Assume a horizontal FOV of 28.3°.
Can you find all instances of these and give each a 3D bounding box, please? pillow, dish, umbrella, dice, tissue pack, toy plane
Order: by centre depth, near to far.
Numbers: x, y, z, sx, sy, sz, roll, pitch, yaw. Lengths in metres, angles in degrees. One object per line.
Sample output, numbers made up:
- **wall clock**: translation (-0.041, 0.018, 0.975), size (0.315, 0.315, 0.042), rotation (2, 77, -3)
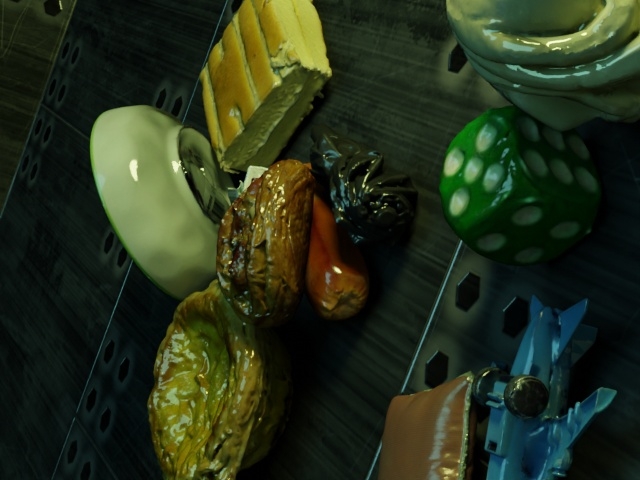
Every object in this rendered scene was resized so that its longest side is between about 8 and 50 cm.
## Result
- **toy plane**: translation (0.202, 0.186, 1.243), size (0.254, 0.105, 0.271), rotation (179, 112, -75)
- **dice**: translation (0.209, -0.058, 1.331), size (0.120, 0.128, 0.131), rotation (-42, 40, 42)
- **pillow**: translation (0.119, 0.243, 1.375), size (0.171, 0.075, 0.179), rotation (-33, 45, 59)
- **umbrella**: translation (0.040, -0.094, 1.700), size (0.118, 0.118, 0.340), rotation (-64, 20, 15)
- **tissue pack**: translation (-0.097, -0.056, 1.879), size (0.111, 0.079, 0.085), rotation (79, -157, -78)
- **dish**: translation (-0.207, -0.077, 1.948), size (0.124, 0.324, 0.324), rotation (-24, 48, 18)

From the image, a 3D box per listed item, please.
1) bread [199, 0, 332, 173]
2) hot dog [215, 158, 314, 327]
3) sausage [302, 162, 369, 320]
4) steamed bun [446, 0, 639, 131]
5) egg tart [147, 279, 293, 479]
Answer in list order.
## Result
- **bread**: translation (-0.087, -0.257, 1.986), size (0.239, 0.111, 0.246), rotation (-52, 35, 36)
- **hot dog**: translation (-0.067, -0.003, 1.650), size (0.160, 0.099, 0.227), rotation (-33, 43, 52)
- **sausage**: translation (0.000, 0.000, 1.720), size (0.300, 0.083, 0.089), rotation (-108, 32, -51)
- **steamed bun**: translation (0.229, -0.211, 1.223), size (0.268, 0.280, 0.207), rotation (39, 125, 17)
- **egg tart**: translation (-0.135, 0.217, 1.787), size (0.341, 0.129, 0.341), rotation (-35, 47, 49)
